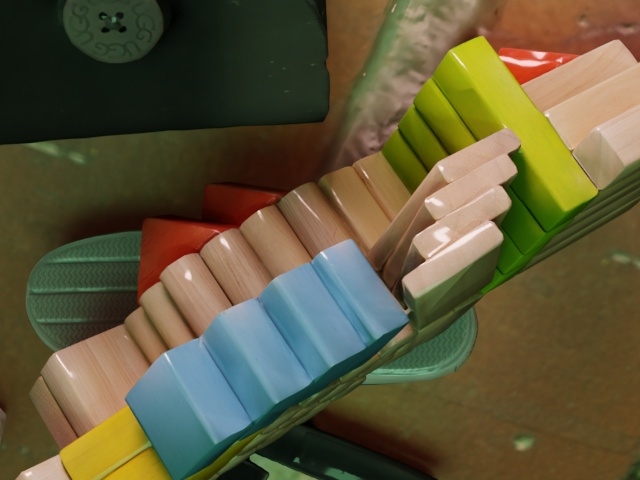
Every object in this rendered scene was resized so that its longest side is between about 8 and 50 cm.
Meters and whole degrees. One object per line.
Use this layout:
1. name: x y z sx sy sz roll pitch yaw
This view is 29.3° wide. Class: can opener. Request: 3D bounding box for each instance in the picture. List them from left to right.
1. can opener: -0.012 0.119 0.692 0.186 0.059 0.073 20 93 -21

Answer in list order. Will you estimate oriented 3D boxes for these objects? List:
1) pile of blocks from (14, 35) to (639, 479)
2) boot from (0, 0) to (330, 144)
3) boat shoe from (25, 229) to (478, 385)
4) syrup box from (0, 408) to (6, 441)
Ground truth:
1. pile of blocks: 0.000 0.000 0.526 0.362 0.149 0.113 -34 77 -6
2. boot: -0.213 -0.057 0.552 0.445 0.146 0.367 -12 139 -6
3. boat shoe: -0.035 0.048 0.632 0.226 0.083 0.076 8 166 5
4. syrup box: -0.304 0.133 0.680 0.236 0.096 0.093 -23 119 14
